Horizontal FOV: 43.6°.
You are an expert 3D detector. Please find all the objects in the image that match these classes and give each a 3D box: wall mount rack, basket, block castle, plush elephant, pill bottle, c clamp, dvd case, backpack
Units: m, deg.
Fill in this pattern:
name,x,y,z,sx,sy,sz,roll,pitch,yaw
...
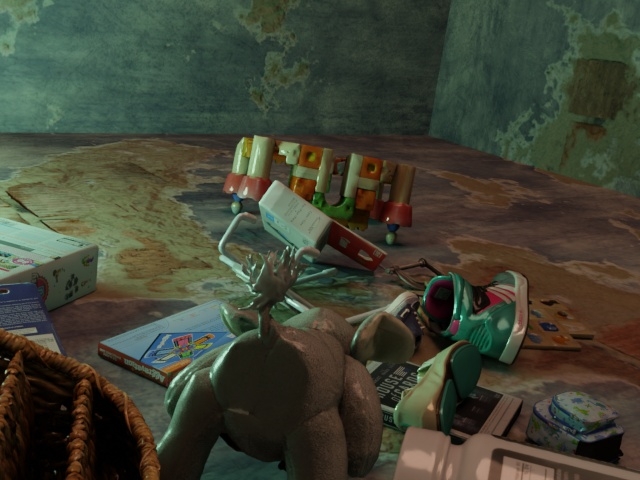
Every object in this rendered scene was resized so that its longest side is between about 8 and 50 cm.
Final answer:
name,x,y,z,sx,sy,sz,roll,pitch,yaw
wall mount rack,-0.022,0.078,1.515,0.350,0.130,0.304,28,-7,47
basket,-0.257,0.210,0.742,0.214,0.223,0.299,-4,18,-11
block castle,-0.003,-0.126,2.052,0.453,0.212,0.303,10,4,-17
plush elephant,-0.028,0.177,0.966,0.272,0.329,0.255,7,-3,23
pill bottle,0.215,0.292,0.823,0.283,0.161,0.161,11,17,12
c clamp,0.208,0.067,1.766,0.161,0.022,0.137,-5,35,-42
dvd case,0.165,0.243,1.196,0.239,0.029,0.179,16,18,23
backpack,0.357,0.260,1.128,0.105,0.084,0.114,-3,17,-38

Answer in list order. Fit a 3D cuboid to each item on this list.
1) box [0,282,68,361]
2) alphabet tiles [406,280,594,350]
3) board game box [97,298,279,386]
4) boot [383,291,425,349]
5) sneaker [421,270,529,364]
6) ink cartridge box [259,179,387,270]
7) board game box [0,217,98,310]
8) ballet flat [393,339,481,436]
name,x,y,z,sx,sy,sz,roll,pitch,yaw
box,-0.443,0.145,1.132,0.136,0.036,0.225,-4,39,-34
alphabet tiles,0.358,0.147,1.611,0.343,0.011,0.285,4,19,-12
board game box,-0.207,0.160,1.308,0.145,0.027,0.281,16,18,30
boot,0.155,0.155,1.439,0.086,0.069,0.190,25,29,23
sneaker,0.282,0.114,1.484,0.178,0.123,0.295,21,22,4
ink cartridge box,0.000,0.000,1.663,0.261,0.066,0.296,34,-8,4
board game box,-0.564,0.058,1.368,0.224,0.097,0.303,13,17,18
ballet flat,0.165,0.207,1.140,0.086,0.086,0.248,14,19,20
